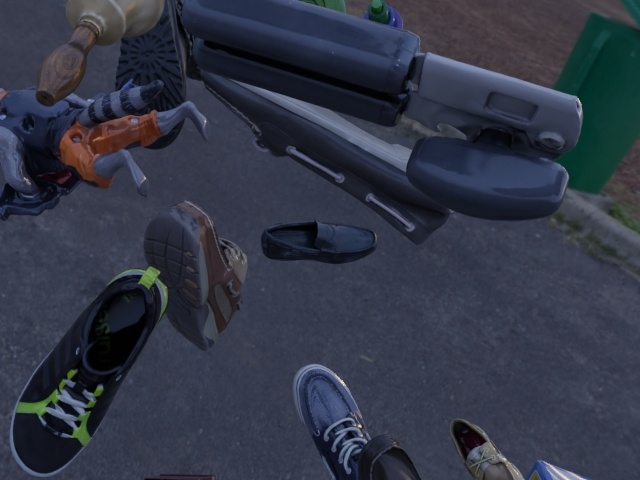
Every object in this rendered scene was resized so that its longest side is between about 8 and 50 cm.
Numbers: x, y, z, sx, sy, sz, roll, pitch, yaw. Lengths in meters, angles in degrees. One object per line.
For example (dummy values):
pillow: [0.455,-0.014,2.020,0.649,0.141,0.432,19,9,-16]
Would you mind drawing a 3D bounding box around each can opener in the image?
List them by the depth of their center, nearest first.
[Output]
can opener: [0.032,-0.094,0.425,0.284,0.076,0.095,19,68,9]

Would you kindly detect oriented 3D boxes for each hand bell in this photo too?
hand bell: [-0.258,-0.224,0.685,0.126,0.126,0.242,13,44,-10]

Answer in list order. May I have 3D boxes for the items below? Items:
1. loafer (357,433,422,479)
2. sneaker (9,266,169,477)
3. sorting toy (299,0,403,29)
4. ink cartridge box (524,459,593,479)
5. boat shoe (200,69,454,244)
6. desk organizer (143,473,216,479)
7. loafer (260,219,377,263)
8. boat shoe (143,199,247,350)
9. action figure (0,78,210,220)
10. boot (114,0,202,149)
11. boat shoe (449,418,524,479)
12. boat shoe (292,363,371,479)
loafer: [0.127,0.372,0.882,0.080,0.220,0.078,-31,15,-20]
sneaker: [-0.229,0.123,0.604,0.084,0.234,0.097,30,-6,-9]
sorting toy: [-0.054,-0.373,0.955,0.366,0.127,0.126,17,-4,12]
ink cartridge box: [0.326,0.523,0.817,0.270,0.395,0.151,22,15,-4]
boat shoe: [0.005,-0.098,0.720,0.335,0.095,0.112,26,20,-8]
desk organizer: [-0.259,0.455,1.146,0.130,0.047,0.050,-9,-17,25]
loafer: [0.000,0.000,1.180,0.224,0.078,0.076,-1,61,-7]
boat shoe: [-0.173,0.041,0.921,0.123,0.324,0.116,39,61,16]
action figure: [-0.339,-0.186,0.923,0.331,0.178,0.341,8,48,16]
boot: [-0.298,-0.345,1.269,0.131,0.347,0.260,0,0,8]
boat shoe: [0.188,0.257,0.726,0.045,0.050,0.135,40,3,-23]
boat shoe: [0.059,0.411,1.277,0.127,0.158,0.340,-28,89,-17]
